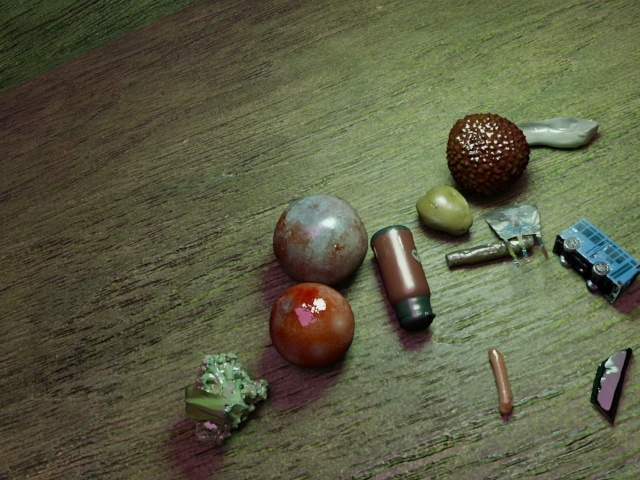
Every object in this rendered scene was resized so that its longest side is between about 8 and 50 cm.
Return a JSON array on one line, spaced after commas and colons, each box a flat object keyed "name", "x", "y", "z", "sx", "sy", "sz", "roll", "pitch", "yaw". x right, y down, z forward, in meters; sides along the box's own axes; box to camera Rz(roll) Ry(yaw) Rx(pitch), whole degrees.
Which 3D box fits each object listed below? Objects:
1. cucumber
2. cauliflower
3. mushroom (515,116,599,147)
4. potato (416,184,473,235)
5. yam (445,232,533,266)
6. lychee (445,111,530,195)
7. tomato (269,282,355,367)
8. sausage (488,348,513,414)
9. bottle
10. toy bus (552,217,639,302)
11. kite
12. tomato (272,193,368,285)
[{"name": "cucumber", "x": 0.786, "y": 0.377, "z": 1.397, "sx": 0.070, "sy": 0.046, "sz": 0.220, "roll": 15, "pitch": 66, "yaw": 31}, {"name": "cauliflower", "x": -0.279, "y": 0.471, "z": 1.505, "sx": 0.256, "sy": 0.239, "sz": 0.315, "roll": -57, "pitch": 19, "yaw": -17}, {"name": "mushroom", "x": 0.784, "y": -0.374, "z": 1.809, "sx": 0.351, "sy": 0.097, "sz": 0.109, "roll": -1, "pitch": 58, "yaw": 20}, {"name": "potato", "x": 0.419, "y": -0.094, "z": 1.724, "sx": 0.157, "sy": 0.157, "sz": 0.194, "roll": -41, "pitch": 72, "yaw": -10}, {"name": "yam", "x": 0.542, "y": 0.034, "z": 1.654, "sx": 0.274, "sy": 0.061, "sz": 0.061, "roll": -13, "pitch": 58, "yaw": 8}, {"name": "lychee", "x": 0.550, "y": -0.289, "z": 1.724, "sx": 0.276, "sy": 0.304, "sz": 0.275, "roll": -31, "pitch": 44, "yaw": 36}, {"name": "tomato", "x": -0.032, "y": 0.251, "z": 1.574, "sx": 0.265, "sy": 0.265, "sz": 0.264, "roll": -7, "pitch": 59, "yaw": 11}, {"name": "sausage", "x": 0.513, "y": 0.398, "z": 1.460, "sx": 0.043, "sy": 0.043, "sz": 0.186, "roll": -9, "pitch": 59, "yaw": 10}, {"name": "bottle", "x": 0.264, "y": 0.121, "z": 1.627, "sx": 0.144, "sy": 0.144, "sz": 0.336, "roll": -17, "pitch": 58, "yaw": 5}, {"name": "toy bus", "x": 0.824, "y": 0.056, "z": 1.529, "sx": 0.134, "sy": 0.116, "sz": 0.234, "roll": -32, "pitch": 55, "yaw": -8}, {"name": "kite", "x": 0.640, "y": -0.023, "z": 1.622, "sx": 0.169, "sy": 0.015, "sz": 0.310, "roll": -14, "pitch": 36, "yaw": 8}, {"name": "tomato", "x": 0.000, "y": 0.000, "z": 1.695, "sx": 0.317, "sy": 0.282, "sz": 0.316, "roll": -8, "pitch": 42, "yaw": 7}]
